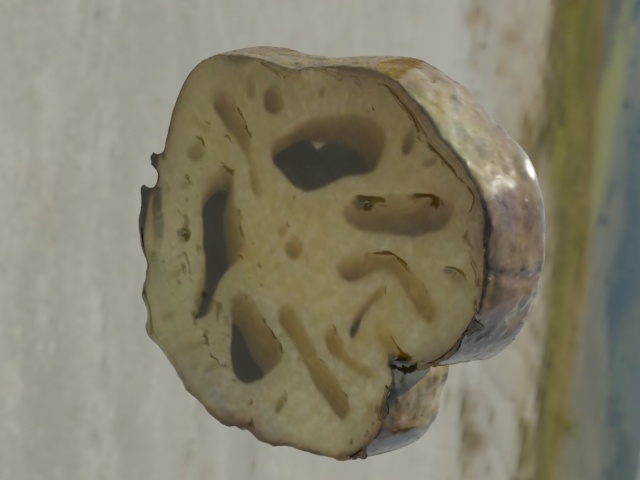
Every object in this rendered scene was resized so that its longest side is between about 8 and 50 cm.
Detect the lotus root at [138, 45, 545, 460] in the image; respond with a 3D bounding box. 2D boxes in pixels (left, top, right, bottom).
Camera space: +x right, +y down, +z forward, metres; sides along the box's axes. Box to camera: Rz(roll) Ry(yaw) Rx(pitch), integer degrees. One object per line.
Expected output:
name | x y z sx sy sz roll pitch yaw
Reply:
lotus root | 0.000 0.000 1.652 0.390 0.375 0.111 -38 169 36
